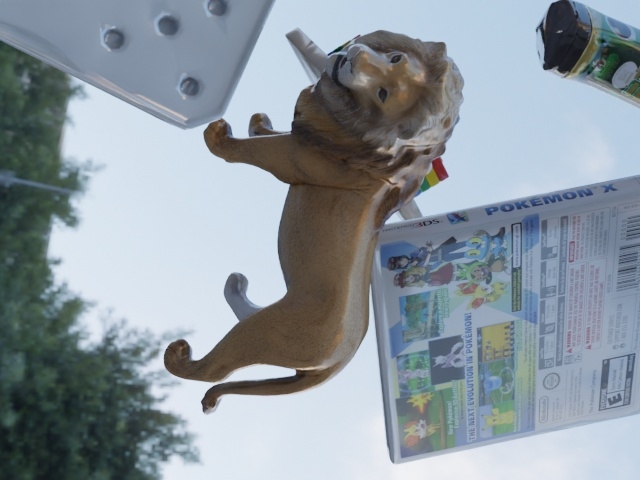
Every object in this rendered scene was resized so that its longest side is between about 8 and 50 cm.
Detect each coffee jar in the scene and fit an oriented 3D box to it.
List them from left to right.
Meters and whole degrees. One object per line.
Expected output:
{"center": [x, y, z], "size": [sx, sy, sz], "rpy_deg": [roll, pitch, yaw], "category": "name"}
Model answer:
{"center": [0.340, -0.211, 1.305], "size": [0.096, 0.184, 0.079], "rpy_deg": [-88, -158, -52], "category": "coffee jar"}

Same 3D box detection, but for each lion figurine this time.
{"center": [0.000, 0.000, 1.038], "size": [0.240, 0.142, 0.392], "rpy_deg": [12, -79, 30], "category": "lion figurine"}

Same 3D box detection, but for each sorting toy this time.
{"center": [0.075, -0.176, 1.590], "size": [0.089, 0.257, 0.255], "rpy_deg": [-32, -150, -1], "category": "sorting toy"}

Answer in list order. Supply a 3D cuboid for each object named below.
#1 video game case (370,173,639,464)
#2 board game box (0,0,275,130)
{"center": [0.206, 0.093, 1.190], "size": [0.036, 0.300, 0.329], "rpy_deg": [-106, -174, -50], "category": "video game case"}
{"center": [-0.150, -0.305, 0.525], "size": [0.390, 0.390, 0.050], "rpy_deg": [-67, -162, -8], "category": "board game box"}
